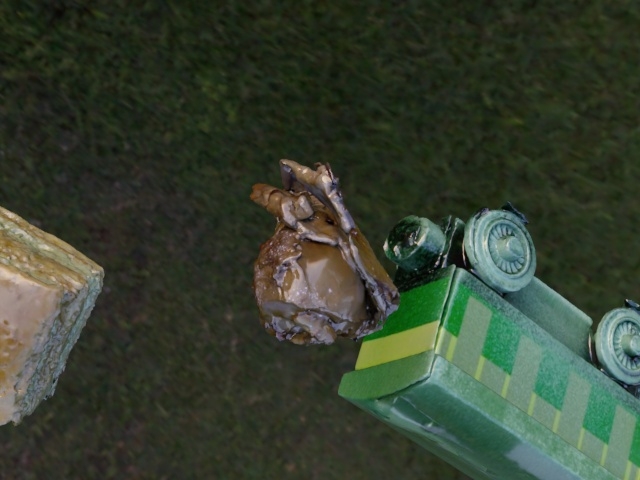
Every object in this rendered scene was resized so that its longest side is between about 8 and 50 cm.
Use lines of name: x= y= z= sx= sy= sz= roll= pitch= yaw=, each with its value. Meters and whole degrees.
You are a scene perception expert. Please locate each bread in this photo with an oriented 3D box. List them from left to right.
bread: x=-0.288 y=0.044 z=1.062 sx=0.138 sy=0.196 sz=0.102 roll=-61 pitch=173 yaw=15

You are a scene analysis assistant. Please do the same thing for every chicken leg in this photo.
chicken leg: x=0.002 y=0.008 z=0.864 sx=0.080 sy=0.196 sz=0.125 roll=-18 pitch=90 yaw=9

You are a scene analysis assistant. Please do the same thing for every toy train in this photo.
toy train: x=0.162 y=0.107 z=1.108 sx=0.301 sy=0.120 sz=0.202 roll=35 pitch=58 yaw=-27
